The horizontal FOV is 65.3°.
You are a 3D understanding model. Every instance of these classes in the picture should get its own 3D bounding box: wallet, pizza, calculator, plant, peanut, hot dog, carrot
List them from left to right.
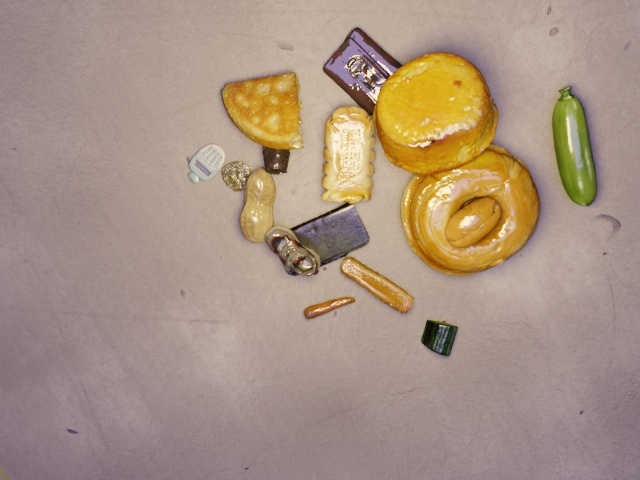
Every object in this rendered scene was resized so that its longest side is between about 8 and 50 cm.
[{"bbox_3d":[-0.388,-0.259,1.692,0.095,0.021,0.153,43,101,-7],"label":"calculator"},{"bbox_3d":[-0.209,-0.113,1.667,0.123,0.123,0.257,7,106,1],"label":"peanut"},{"bbox_3d":[-0.188,-0.391,1.576,0.268,0.087,0.258,-5,69,8],"label":"pizza"},{"bbox_3d":[-0.142,-0.289,1.631,0.092,0.094,0.143,-7,81,40],"label":"plant"},{"bbox_3d":[0.000,0.000,1.723,0.318,0.045,0.172,-24,102,10],"label":"wallet"},{"bbox_3d":[0.032,0.234,1.783,0.191,0.047,0.047,-20,102,1],"label":"carrot"},{"bbox_3d":[0.142,-0.539,1.591,0.229,0.049,0.182,41,104,-5],"label":"wallet"},{"bbox_3d":[0.194,0.155,1.744,0.289,0.068,0.083,34,79,-1],"label":"hot dog"}]

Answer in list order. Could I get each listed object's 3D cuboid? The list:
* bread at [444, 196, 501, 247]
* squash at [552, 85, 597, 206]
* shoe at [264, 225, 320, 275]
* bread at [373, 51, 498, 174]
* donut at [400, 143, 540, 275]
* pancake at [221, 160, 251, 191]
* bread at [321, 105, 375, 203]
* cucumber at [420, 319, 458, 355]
[{"bbox_3d":[0.455,-0.051,1.480,0.189,0.077,0.114,-40,96,13],"label":"bread"},{"bbox_3d":[0.806,-0.289,1.592,0.107,0.107,0.395,-15,103,6],"label":"squash"},{"bbox_3d":[-0.092,0.053,1.651,0.227,0.125,0.099,37,110,-19],"label":"shoe"},{"bbox_3d":[0.333,-0.374,1.455,0.358,0.204,0.337,-21,80,9],"label":"bread"},{"bbox_3d":[0.481,-0.092,1.607,0.449,0.198,0.449,0,105,2],"label":"donut"},{"bbox_3d":[-0.284,-0.218,1.699,0.108,0.017,0.108,1,106,4],"label":"pancake"},{"bbox_3d":[0.093,-0.275,1.617,0.173,0.121,0.311,3,103,-2],"label":"bread"},{"bbox_3d":[0.427,0.348,1.782,0.116,0.062,0.115,14,100,-2],"label":"cucumber"}]
